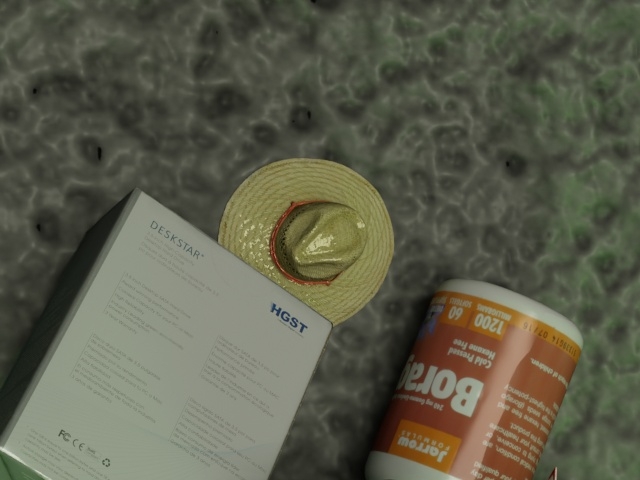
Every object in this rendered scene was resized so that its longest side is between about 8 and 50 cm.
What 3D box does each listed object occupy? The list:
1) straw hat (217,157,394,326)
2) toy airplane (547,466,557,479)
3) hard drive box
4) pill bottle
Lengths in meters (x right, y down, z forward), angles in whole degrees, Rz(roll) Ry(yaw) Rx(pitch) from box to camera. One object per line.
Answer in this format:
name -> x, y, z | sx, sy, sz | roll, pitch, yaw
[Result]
straw hat -> 0.000, 0.000, 1.384 | 0.144, 0.061, 0.144 | 1, 86, -21
toy airplane -> 0.169, 0.250, 1.422 | 0.151, 0.028, 0.151 | 2, 86, -22
hard drive box -> -0.117, 0.110, 1.273 | 0.181, 0.089, 0.232 | 36, 52, -14
pill bottle -> 0.106, 0.147, 1.381 | 0.121, 0.121, 0.216 | 27, 77, -17
